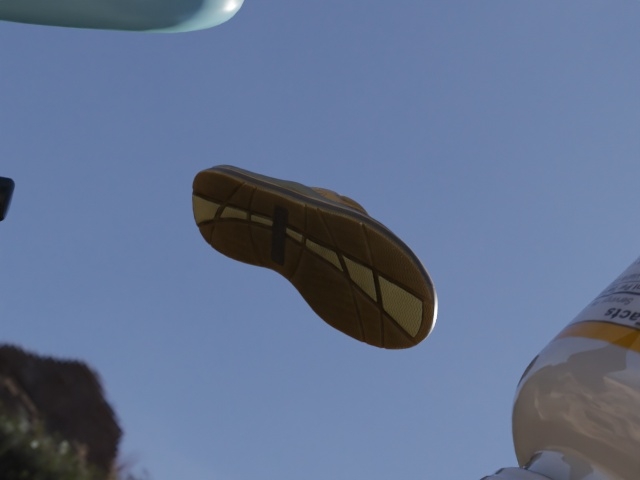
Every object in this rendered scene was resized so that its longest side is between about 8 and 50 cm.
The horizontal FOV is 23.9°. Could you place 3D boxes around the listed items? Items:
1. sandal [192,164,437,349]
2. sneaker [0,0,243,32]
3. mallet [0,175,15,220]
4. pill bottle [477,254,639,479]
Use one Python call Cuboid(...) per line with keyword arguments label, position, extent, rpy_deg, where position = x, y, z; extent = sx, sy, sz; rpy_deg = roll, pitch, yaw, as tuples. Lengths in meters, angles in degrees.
Cuboid(label="sandal", position=(0.000, 0.000, 0.886), extent=(0.180, 0.049, 0.072), rpy_deg=(27, -58, 32))
Cuboid(label="sneaker", position=(-0.165, -0.183, 0.460), extent=(0.127, 0.319, 0.208), rpy_deg=(-133, -130, -60))
Cuboid(label="mallet", position=(-0.222, -0.032, 0.614), extent=(0.189, 0.062, 0.039), rpy_deg=(23, 5, -6))
Cuboid(label="pill bottle", position=(0.132, 0.050, 0.447), extent=(0.117, 0.208, 0.118), rpy_deg=(42, -22, 21))
